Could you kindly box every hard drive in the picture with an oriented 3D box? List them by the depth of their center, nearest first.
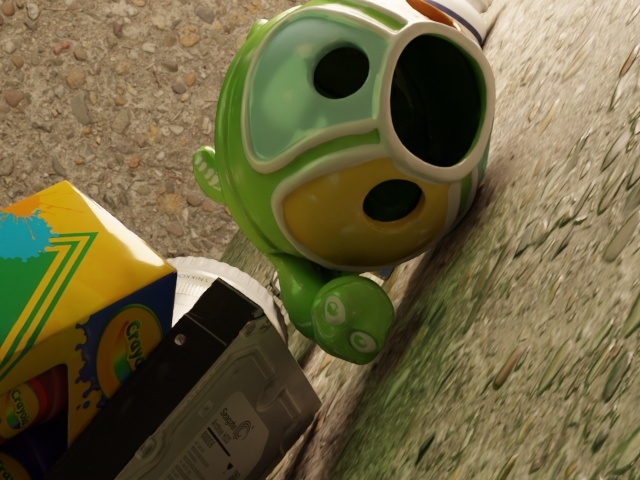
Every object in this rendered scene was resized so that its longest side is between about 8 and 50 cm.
[{"bbox_3d":[-0.146,0.219,1.528,0.339,0.064,0.237,-50,-28,-14],"label":"hard drive"}]

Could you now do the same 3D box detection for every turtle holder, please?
[{"bbox_3d":[0.024,-0.077,1.511,0.320,0.243,0.227,-53,20,-27],"label":"turtle holder"}]

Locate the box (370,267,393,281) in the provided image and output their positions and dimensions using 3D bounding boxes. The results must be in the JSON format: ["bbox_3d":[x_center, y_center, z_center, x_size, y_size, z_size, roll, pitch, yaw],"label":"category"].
[{"bbox_3d":[0.063,-0.038,1.702,0.136,0.081,0.028,-60,7,2],"label":"box"}]

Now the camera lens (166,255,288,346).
[{"bbox_3d":[-0.160,0.174,1.843,0.219,0.219,0.274,-55,8,36],"label":"camera lens"}]

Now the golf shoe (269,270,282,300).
[{"bbox_3d":[-0.003,0.024,1.954,0.094,0.077,0.198,-57,8,19],"label":"golf shoe"}]

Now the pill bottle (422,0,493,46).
[{"bbox_3d":[0.124,-0.229,1.959,0.187,0.112,0.112,-60,7,-10],"label":"pill bottle"}]

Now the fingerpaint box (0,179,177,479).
[{"bbox_3d":[-0.323,0.221,1.500,0.371,0.163,0.445,-29,-37,-37],"label":"fingerpaint box"}]
